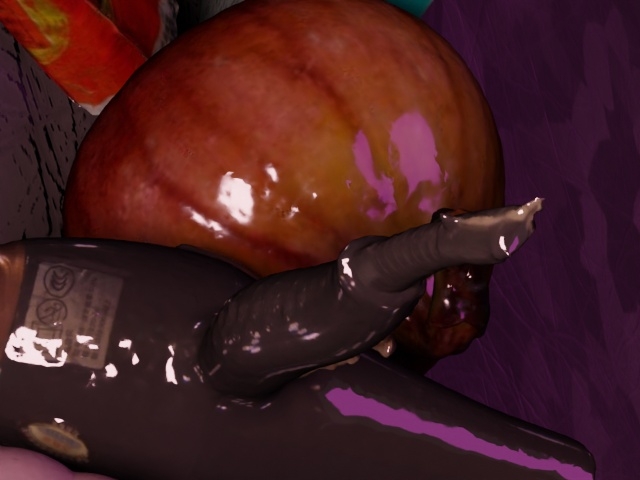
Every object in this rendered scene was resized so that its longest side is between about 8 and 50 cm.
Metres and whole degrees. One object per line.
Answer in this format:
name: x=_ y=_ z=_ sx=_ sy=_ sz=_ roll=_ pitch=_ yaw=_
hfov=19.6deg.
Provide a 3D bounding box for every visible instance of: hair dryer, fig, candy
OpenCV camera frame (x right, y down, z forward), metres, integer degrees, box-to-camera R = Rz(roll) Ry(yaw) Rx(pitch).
hair dryer: x=0.025 y=0.050 z=0.703 sx=0.303 sy=0.359 sz=0.120 roll=20 pitch=70 yaw=-16
fig: x=-0.012 y=-0.007 z=0.935 sx=0.235 sy=0.235 sz=0.214 roll=11 pitch=48 yaw=-62
candy: x=-0.137 y=-0.139 z=0.932 sx=0.292 sy=0.059 sz=0.086 roll=47 pitch=37 yaw=-47

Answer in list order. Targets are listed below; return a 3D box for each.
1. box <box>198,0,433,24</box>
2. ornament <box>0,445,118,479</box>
box: x=0.005 y=-0.173 z=1.029 sx=0.092 sy=0.245 sz=0.153 roll=12 pitch=61 yaw=-15
ornament: x=-0.122 y=0.165 z=0.706 sx=0.177 sy=0.177 sz=0.177 roll=36 pitch=48 yaw=-54
